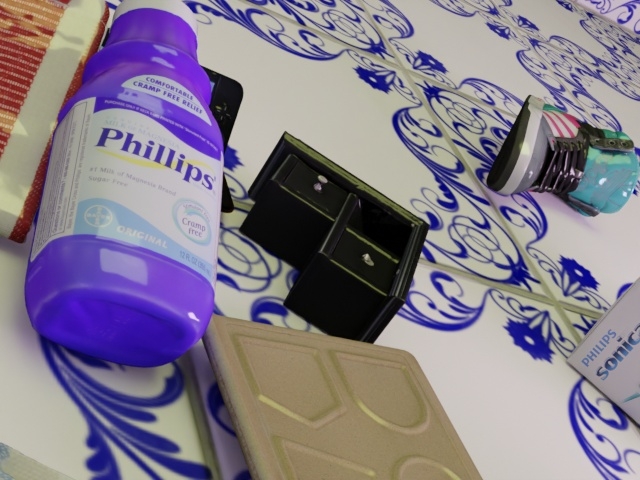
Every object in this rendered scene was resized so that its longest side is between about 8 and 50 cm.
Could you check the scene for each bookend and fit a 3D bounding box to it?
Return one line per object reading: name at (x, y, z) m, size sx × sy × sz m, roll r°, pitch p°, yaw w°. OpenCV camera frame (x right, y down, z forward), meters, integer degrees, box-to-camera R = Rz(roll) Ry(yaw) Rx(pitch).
bookend at (0.000, 0.000, 0.884) m, size 0.157 × 0.072 × 0.156 m, roll 33°, pitch 27°, yaw -2°

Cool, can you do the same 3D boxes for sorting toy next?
sorting toy at (0.041, 0.176, 0.685) m, size 0.229 × 0.041 × 0.307 m, roll 19°, pitch 30°, yaw -37°

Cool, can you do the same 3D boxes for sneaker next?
sneaker at (0.321, -0.094, 1.362) m, size 0.178 × 0.123 × 0.295 m, roll 27°, pitch 25°, yaw 6°

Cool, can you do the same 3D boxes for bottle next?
bottle at (-0.126, -0.055, 0.726) m, size 0.118 × 0.092 × 0.282 m, roll 23°, pitch 47°, yaw -27°

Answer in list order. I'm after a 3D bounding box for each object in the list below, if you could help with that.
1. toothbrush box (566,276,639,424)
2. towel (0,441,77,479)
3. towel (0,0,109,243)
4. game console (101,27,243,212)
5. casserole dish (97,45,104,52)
toothbrush box at (0.426, 0.150, 1.059) m, size 0.295 × 0.126 × 0.216 m, roll 43°, pitch 28°, yaw 15°
towel at (-0.211, 0.131, 0.375) m, size 0.285 × 0.034 × 0.209 m, roll 22°, pitch 38°, yaw 8°
towel at (-0.323, -0.154, 0.718) m, size 0.329 × 0.037 × 0.237 m, roll 24°, pitch 51°, yaw -18°
game console at (-0.131, -0.103, 0.892) m, size 0.144 × 0.124 × 0.085 m, roll 20°, pitch -5°, yaw -27°
casserole dish at (-0.175, -0.092, 0.818) m, size 0.188 × 0.037 × 0.114 m, roll 45°, pitch 55°, yaw 11°
